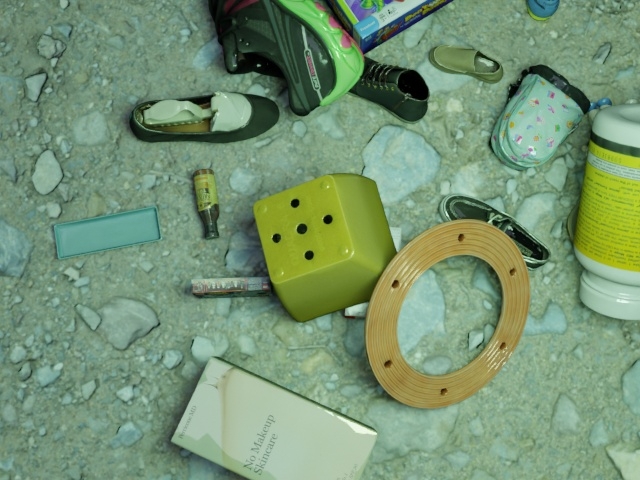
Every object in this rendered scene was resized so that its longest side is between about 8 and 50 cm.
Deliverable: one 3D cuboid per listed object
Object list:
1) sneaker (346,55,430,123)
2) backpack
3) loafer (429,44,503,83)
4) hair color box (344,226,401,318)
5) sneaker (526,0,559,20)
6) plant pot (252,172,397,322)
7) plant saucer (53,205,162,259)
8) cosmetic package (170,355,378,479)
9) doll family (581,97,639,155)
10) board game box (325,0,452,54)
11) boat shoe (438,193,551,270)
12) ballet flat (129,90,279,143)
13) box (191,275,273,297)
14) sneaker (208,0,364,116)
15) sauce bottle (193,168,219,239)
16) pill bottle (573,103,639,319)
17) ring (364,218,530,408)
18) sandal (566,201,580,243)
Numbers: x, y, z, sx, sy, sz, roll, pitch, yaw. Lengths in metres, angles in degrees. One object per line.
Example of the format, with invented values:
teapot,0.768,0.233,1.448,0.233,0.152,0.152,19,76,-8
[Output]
sneaker,0.107,-0.307,1.369,0.222,0.118,0.083,28,81,4
backpack,0.393,-0.219,1.360,0.152,0.115,0.182,36,85,3
loafer,0.282,-0.344,1.413,0.147,0.050,0.056,14,80,2
hair color box,0.095,0.059,1.336,0.093,0.053,0.167,4,79,1
sneaker,0.426,-0.537,1.435,0.069,0.082,0.210,-8,78,0
plant pot,0.000,0.000,1.240,0.212,0.187,0.212,-19,73,13
plant saucer,-0.390,-0.014,1.361,0.191,0.018,0.067,-11,80,-2
cosmetic package,-0.075,0.330,1.256,0.309,0.113,0.160,23,80,2
doll family,0.610,-0.198,1.329,0.118,0.263,0.163,17,60,-38
board game box,0.160,-0.533,1.360,0.347,0.078,0.233,-32,81,-3
boat shoe,0.320,-0.023,1.345,0.219,0.070,0.078,30,81,5
ballet flat,-0.215,-0.227,1.362,0.280,0.096,0.095,-8,79,-2
box,-0.154,0.084,1.308,0.136,0.094,0.027,-2,80,-2
sneaker,-0.137,-0.415,1.350,0.202,0.185,0.483,-47,71,10
sauce bottle,-0.207,-0.067,1.360,0.042,0.042,0.128,-11,79,-3
pill bottle,0.528,-0.046,1.234,0.187,0.188,0.334,1,114,-1
ring,0.217,0.125,1.255,0.336,0.032,0.337,-8,110,-25
sandal,0.521,-0.064,1.365,0.072,0.049,0.180,41,82,6
